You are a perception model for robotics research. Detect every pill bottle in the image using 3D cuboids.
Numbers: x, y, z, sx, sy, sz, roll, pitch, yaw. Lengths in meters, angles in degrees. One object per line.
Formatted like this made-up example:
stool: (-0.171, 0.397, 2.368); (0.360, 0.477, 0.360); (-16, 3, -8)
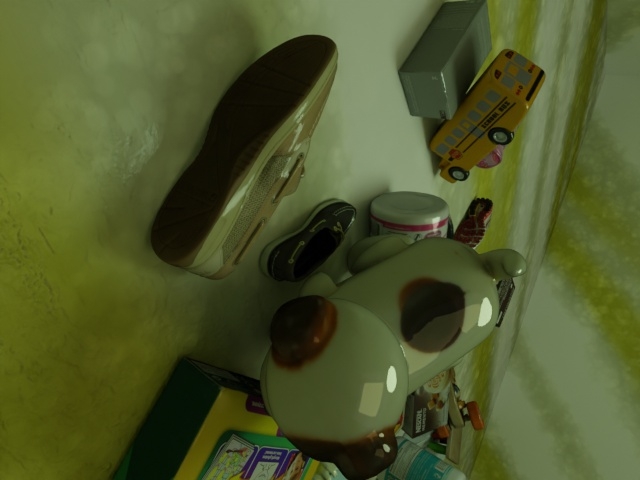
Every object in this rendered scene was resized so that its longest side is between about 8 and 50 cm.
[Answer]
pill bottle: (0.186, 0.049, 0.906); (0.160, 0.160, 0.282); (-29, 127, -43)
pill bottle: (0.262, 0.661, 1.178); (0.146, 0.264, 0.146); (-24, 122, -45)

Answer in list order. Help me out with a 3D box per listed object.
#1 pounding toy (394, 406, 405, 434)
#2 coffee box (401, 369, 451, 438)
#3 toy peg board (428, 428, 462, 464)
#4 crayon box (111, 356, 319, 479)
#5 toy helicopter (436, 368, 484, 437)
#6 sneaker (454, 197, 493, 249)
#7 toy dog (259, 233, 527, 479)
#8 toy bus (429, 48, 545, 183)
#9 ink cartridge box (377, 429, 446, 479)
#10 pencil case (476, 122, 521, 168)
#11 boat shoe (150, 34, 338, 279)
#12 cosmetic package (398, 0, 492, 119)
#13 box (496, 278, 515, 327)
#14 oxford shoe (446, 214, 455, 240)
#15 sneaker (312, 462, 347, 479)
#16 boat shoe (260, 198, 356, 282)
pounding toy: (0.184, 0.433, 1.123); (0.181, 0.094, 0.205); (-26, 125, -45)
coffee box: (0.293, 0.421, 1.204); (0.141, 0.098, 0.246); (-6, 104, -27)
toy peg board: (0.441, 0.681, 1.457); (0.161, 0.079, 0.160); (51, 47, -47)
crayon box: (-0.150, 0.386, 0.657); (0.313, 0.106, 0.363); (-61, 142, -13)
toy helicopter: (0.428, 0.470, 1.400); (0.234, 0.140, 0.355); (69, 16, -2)
sneaker: (0.510, -0.033, 1.359); (0.225, 0.088, 0.092); (-53, 141, -24)
toy dog: (0.090, 0.160, 0.625); (0.408, 0.396, 0.284); (-24, 95, -46)
toy bus: (0.358, -0.260, 0.948); (0.108, 0.130, 0.332); (-57, 180, -21)
ink cartridge box: (0.342, 0.814, 1.497); (0.385, 0.091, 0.308); (-40, 133, -38)
pencil case: (0.517, -0.341, 1.217); (0.284, 0.124, 0.124); (-58, 142, -17)
boat shoe: (-0.080, -0.108, 0.538); (0.341, 0.122, 0.110); (-56, 147, -4)
cosmetic package: (0.273, -0.387, 0.888); (0.238, 0.107, 0.127); (-54, 141, -19)
box: (0.554, 0.175, 1.436); (0.203, 0.167, 0.168); (40, 72, -52)
oxford shoe: (0.333, -0.020, 1.157); (0.096, 0.083, 0.227); (-69, 149, -44)
sneaker: (0.000, 0.479, 0.881); (0.319, 0.127, 0.208); (-15, 118, -60)
boat shoe: (0.000, 0.000, 0.718); (0.228, 0.069, 0.081); (-39, 133, -37)
